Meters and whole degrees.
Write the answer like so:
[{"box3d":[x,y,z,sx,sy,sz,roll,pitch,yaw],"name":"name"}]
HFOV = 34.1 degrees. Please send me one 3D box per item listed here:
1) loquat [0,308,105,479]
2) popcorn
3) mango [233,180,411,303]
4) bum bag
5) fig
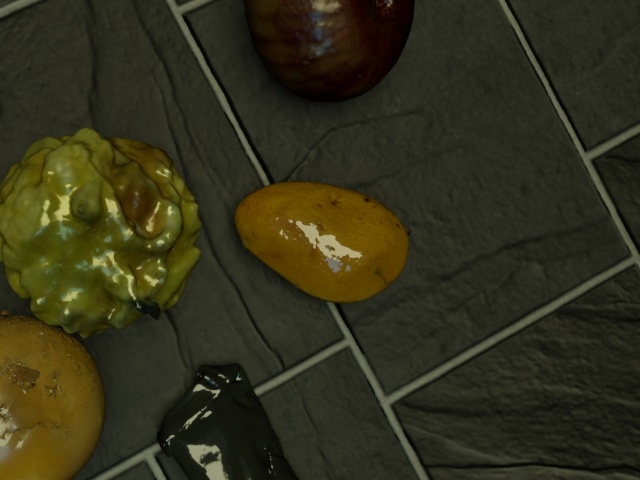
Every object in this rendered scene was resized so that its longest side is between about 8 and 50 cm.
[{"box3d":[-0.357,0.194,1.176,0.235,0.235,0.234,1,85,-11],"name":"loquat"},{"box3d":[-0.257,-0.005,1.208,0.249,0.225,0.249,-11,129,-14],"name":"popcorn"},{"box3d":[0.000,0.000,1.321,0.228,0.109,0.147,14,85,-8],"name":"mango"},{"box3d":[-0.094,0.310,1.295,0.142,0.080,0.326,-25,83,-21],"name":"bum bag"},{"box3d":[0.007,-0.294,1.308,0.235,0.214,0.234,12,69,-32],"name":"fig"}]
